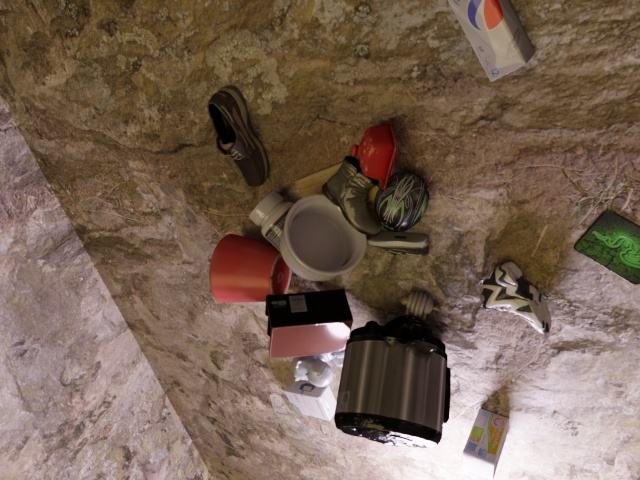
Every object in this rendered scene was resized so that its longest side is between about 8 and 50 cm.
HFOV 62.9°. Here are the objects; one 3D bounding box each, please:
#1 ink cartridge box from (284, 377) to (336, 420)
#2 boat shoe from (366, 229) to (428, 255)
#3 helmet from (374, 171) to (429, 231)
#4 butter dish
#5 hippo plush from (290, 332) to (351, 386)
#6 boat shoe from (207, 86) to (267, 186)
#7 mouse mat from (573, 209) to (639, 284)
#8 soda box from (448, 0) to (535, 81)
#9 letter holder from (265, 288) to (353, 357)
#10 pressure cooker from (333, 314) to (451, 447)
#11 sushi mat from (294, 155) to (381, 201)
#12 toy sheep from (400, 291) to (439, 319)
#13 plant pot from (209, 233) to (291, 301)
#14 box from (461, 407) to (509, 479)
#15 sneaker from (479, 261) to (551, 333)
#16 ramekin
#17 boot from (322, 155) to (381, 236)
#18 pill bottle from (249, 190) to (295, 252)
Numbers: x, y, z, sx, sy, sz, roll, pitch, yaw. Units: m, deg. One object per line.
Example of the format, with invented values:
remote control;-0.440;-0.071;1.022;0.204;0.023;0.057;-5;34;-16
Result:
ink cartridge box;-0.041;0.742;2.448;0.212;0.093;0.154;0;122;39
boat shoe;0.241;0.017;1.686;0.219;0.078;0.070;6;124;32
helmet;0.237;-0.116;1.536;0.169;0.169;0.162;30;155;15
butter dish;0.146;-0.250;1.478;0.118;0.160;0.160;6;132;-6
hippo plush;-0.014;0.443;2.091;0.294;0.236;0.234;25;134;20
boat shoe;-0.297;-0.335;1.787;0.132;0.130;0.356;-2;120;38
mouse mat;0.772;0.020;1.337;0.189;0.007;0.153;32;136;12
soda box;0.368;-0.511;1.170;0.091;0.098;0.286;-20;107;44
letter holder;-0.052;0.318;1.972;0.301;0.152;0.214;-4;135;-13
pressure cooker;0.250;0.464;1.791;0.369;0.421;0.375;-5;149;28
sushi mat;0.056;-0.172;1.724;0.316;0.019;0.151;-15;113;44
toy sheep;0.335;0.217;1.764;0.132;0.091;0.091;15;131;10
plant pot;-0.259;0.122;2.032;0.243;0.275;0.275;8;127;19
box;0.591;0.723;1.870;0.114;0.203;0.103;12;129;28
sneaker;0.565;0.189;1.561;0.235;0.094;0.153;49;138;-5
ramekin;0.000;0.000;1.705;0.277;0.277;0.135;44;152;1
boot;0.128;-0.135;1.630;0.246;0.083;0.161;44;132;-2
pill bottle;-0.104;-0.033;1.850;0.283;0.161;0.161;44;137;1
